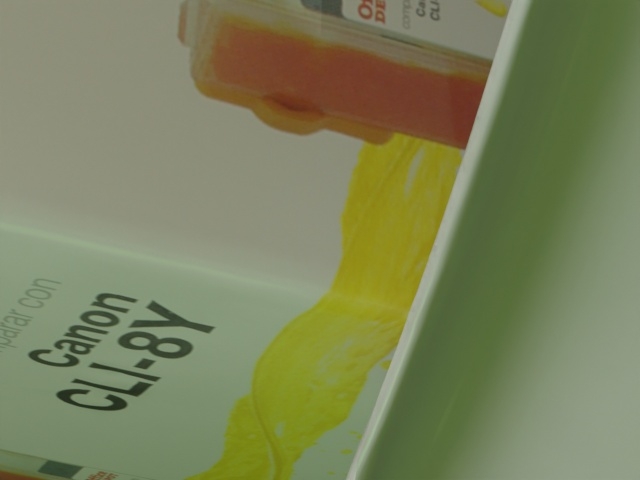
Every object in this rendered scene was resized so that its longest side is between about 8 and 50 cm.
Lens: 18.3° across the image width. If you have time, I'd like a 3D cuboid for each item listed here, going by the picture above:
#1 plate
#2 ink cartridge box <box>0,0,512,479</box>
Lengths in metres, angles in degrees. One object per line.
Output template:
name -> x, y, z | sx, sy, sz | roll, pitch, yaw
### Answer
plate -> 0.161, 0.000, 0.497 | 0.278, 0.045, 0.277 | 12, 113, -12
ink cartridge box -> 0.000, 0.000, 0.663 | 0.384, 0.160, 0.279 | 14, 157, -19
